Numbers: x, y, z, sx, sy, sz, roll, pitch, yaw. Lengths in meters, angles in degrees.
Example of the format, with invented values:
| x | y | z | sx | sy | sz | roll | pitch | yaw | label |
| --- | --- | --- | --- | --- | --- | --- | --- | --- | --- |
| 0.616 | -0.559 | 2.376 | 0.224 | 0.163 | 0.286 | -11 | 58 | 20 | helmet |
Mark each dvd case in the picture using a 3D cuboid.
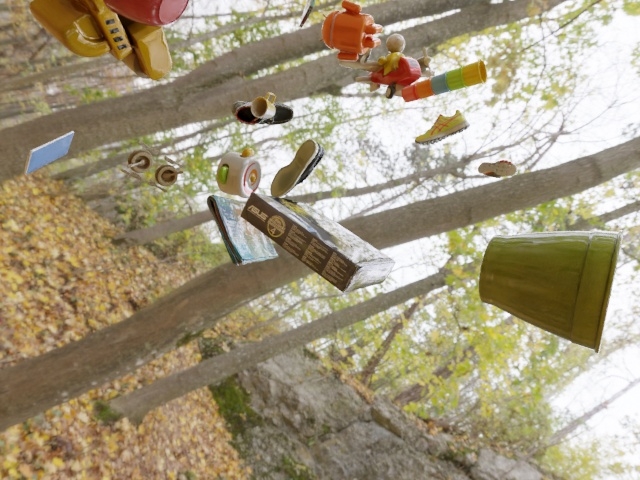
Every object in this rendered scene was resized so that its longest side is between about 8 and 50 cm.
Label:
| x | y | z | sx | sy | sz | roll | pitch | yaw | label |
| --- | --- | --- | --- | --- | --- | --- | --- | --- | --- |
| -0.032 | -0.700 | 1.269 | 0.119 | 0.013 | 0.087 | 176 | -69 | -73 | dvd case |

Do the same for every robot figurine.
| x | y | z | sx | sy | sz | roll | pitch | yaw | label |
| --- | --- | --- | --- | --- | --- | --- | --- | --- | --- |
| 0.099 | -0.714 | 1.460 | 0.219 | 0.128 | 0.158 | 19 | -14 | 21 | robot figurine |

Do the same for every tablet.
| x | y | z | sx | sy | sz | roll | pitch | yaw | label |
| --- | --- | --- | --- | --- | --- | --- | --- | --- | --- |
| -0.413 | -0.135 | 0.651 | 0.006 | 0.083 | 0.054 | 40 | -52 | -10 | tablet |

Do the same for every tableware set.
| x | y | z | sx | sy | sz | roll | pitch | yaw | label |
| --- | --- | --- | --- | --- | --- | --- | --- | --- | --- |
| -0.602 | -0.259 | 1.555 | 0.039 | 0.194 | 0.128 | 35 | -86 | 44 | tableware set |

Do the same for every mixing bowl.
| x | y | z | sx | sy | sz | roll | pitch | yaw | label |
| --- | --- | --- | --- | --- | --- | --- | --- | --- | --- |
| -0.325 | -0.496 | 0.842 | 0.098 | 0.181 | 0.181 | 40 | -22 | -3 | mixing bowl |

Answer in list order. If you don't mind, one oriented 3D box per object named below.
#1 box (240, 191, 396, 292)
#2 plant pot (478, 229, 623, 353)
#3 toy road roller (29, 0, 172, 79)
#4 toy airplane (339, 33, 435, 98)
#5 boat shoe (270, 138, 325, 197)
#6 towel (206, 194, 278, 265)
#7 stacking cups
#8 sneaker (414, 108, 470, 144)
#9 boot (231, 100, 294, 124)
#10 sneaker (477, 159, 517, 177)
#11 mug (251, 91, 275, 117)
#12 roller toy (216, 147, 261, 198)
| x | y | z | sx | sy | sz | roll | pitch | yaw | label |
| --- | --- | --- | --- | --- | --- | --- | --- | --- | --- |
| 0.000 | 0.000 | 1.284 | 0.395 | 0.318 | 0.097 | 35 | -74 | 24 | box |
| 0.707 | 0.124 | 1.345 | 0.353 | 0.366 | 0.366 | 11 | -61 | 35 | plant pot |
| -0.549 | -0.538 | 1.077 | 0.202 | 0.240 | 0.329 | 42 | -19 | 13 | toy road roller |
| 0.326 | -0.819 | 2.005 | 0.384 | 0.386 | 0.272 | 18 | -65 | 21 | toy airplane |
| -0.102 | -0.320 | 1.988 | 0.340 | 0.113 | 0.127 | -51 | -122 | 24 | boat shoe |
| -0.288 | -0.042 | 1.647 | 0.271 | 0.040 | 0.370 | 65 | 15 | 6 | towel |
| 0.470 | -0.601 | 1.646 | 0.316 | 0.096 | 0.096 | -5 | -79 | 41 | stacking cups |
| 0.457 | -0.433 | 1.639 | 0.081 | 0.208 | 0.094 | -6 | 76 | -76 | sneaker |
| -0.205 | -0.459 | 1.563 | 0.178 | 0.236 | 0.085 | -117 | -149 | -65 | boot |
| 0.660 | -0.257 | 1.573 | 0.158 | 0.065 | 0.061 | 24 | -93 | 56 | sneaker |
| -0.167 | -0.413 | 1.331 | 0.078 | 0.064 | 0.062 | -25 | -98 | 27 | mug |
| -0.354 | -0.292 | 1.903 | 0.146 | 0.209 | 0.191 | 17 | -31 | 18 | roller toy |
